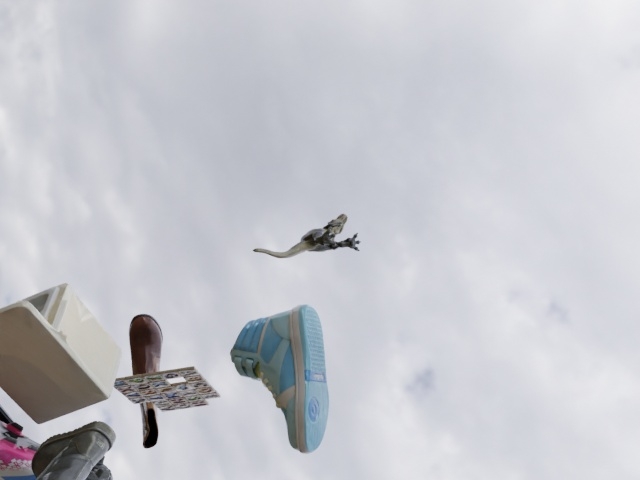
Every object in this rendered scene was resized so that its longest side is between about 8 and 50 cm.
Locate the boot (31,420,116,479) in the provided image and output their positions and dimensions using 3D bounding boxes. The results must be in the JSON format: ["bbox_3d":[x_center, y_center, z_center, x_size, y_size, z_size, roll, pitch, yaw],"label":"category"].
[{"bbox_3d":[-0.401,0.364,1.300,0.189,0.208,0.076,-37,-74,30],"label":"boot"}]

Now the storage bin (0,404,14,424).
[{"bbox_3d":[-0.681,0.375,1.705,0.122,0.180,0.084,58,-21,-19],"label":"storage bin"}]

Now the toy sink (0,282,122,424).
[{"bbox_3d":[-0.466,0.169,1.500,0.152,0.131,0.234,-22,-57,16],"label":"toy sink"}]

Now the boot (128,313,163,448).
[{"bbox_3d":[-0.473,0.370,2.408,0.280,0.096,0.264,-109,-153,-60],"label":"boot"}]

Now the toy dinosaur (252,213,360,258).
[{"bbox_3d":[0.000,0.000,1.744,0.118,0.268,0.064,-2,-79,37],"label":"toy dinosaur"}]

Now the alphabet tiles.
[{"bbox_3d":[-0.343,0.342,2.033,0.237,0.198,0.009,67,15,-59],"label":"alphabet tiles"}]

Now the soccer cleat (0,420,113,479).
[{"bbox_3d":[-0.509,0.389,1.497,0.143,0.331,0.116,-59,-154,0],"label":"soccer cleat"}]

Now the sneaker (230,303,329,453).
[{"bbox_3d":[-0.097,0.309,1.952,0.208,0.127,0.319,-11,-113,22],"label":"sneaker"}]
